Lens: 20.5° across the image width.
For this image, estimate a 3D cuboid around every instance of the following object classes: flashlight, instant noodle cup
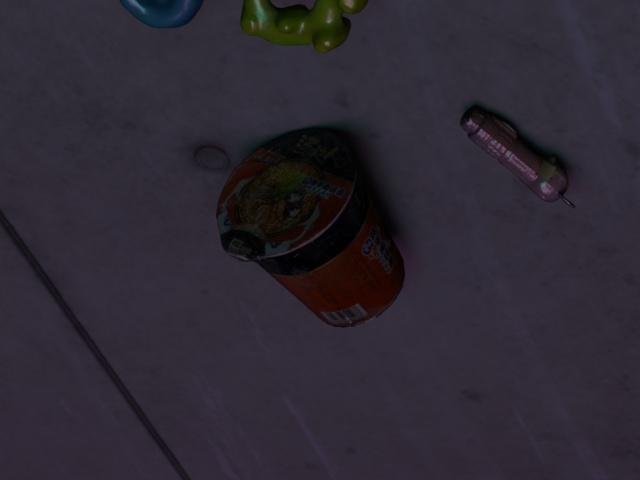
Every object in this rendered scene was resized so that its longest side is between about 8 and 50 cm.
[{"bbox_3d":[0.154,-0.066,1.360,0.110,0.052,0.031,38,97,-16],"label":"flashlight"},{"bbox_3d":[0.002,-0.001,1.416,0.127,0.127,0.135,-11,140,26],"label":"instant noodle cup"}]

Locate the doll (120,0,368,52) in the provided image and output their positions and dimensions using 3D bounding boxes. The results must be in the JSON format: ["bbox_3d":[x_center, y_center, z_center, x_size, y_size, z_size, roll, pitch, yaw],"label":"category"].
[{"bbox_3d":[-0.091,-0.288,1.163,0.341,0.099,0.346,9,134,26],"label":"doll"}]
